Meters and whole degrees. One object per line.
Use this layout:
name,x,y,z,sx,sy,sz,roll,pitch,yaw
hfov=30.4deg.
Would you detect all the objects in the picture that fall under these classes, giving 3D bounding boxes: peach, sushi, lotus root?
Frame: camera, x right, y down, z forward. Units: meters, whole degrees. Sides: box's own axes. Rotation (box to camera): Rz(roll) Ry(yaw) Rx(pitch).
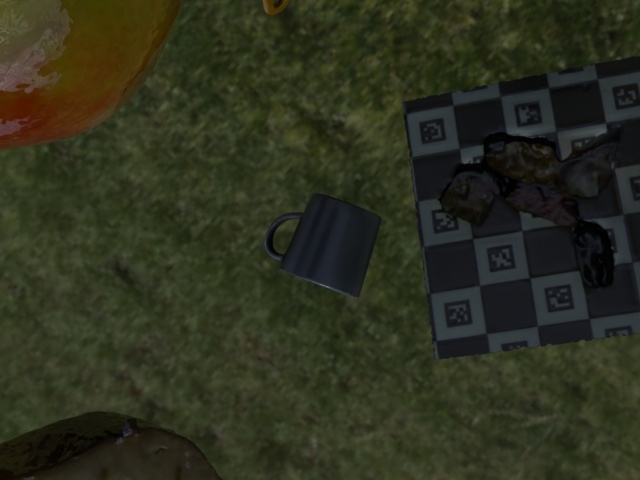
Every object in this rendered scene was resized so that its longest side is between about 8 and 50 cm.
peach,-0.172,-0.157,0.600,0.231,0.231,0.231,32,154,18
sushi,0.295,-0.036,1.502,0.343,0.359,0.064,-10,161,10
lotus root,-0.129,0.188,0.686,0.261,0.170,0.074,48,155,-27

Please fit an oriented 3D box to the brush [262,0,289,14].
brush,-0.054,-0.287,1.053,0.013,0.103,0.272,39,165,20

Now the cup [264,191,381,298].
cup,0.000,0.000,1.061,0.100,0.077,0.078,19,177,14
